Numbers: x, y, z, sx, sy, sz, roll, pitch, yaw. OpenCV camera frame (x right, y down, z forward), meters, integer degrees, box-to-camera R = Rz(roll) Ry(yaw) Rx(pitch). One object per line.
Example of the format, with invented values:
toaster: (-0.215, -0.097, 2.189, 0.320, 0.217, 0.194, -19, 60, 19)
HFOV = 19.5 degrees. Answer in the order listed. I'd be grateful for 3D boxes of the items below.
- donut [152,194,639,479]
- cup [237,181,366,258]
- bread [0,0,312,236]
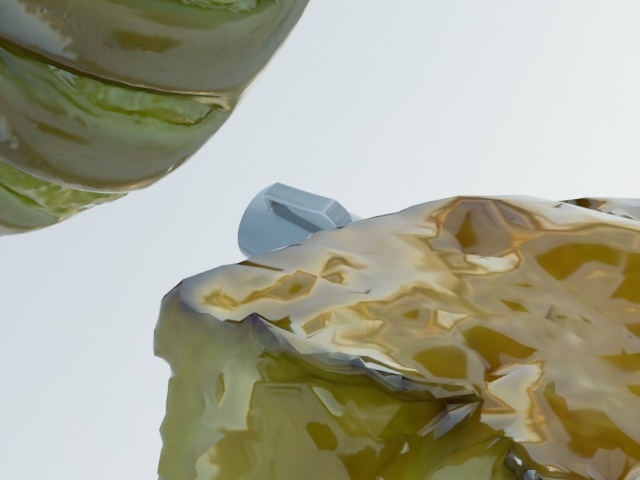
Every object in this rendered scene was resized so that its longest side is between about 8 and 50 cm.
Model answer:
donut: (0.156, 0.154, 0.278, 0.435, 0.378, 0.163, -98, 13, -62)
cup: (0.000, 0.000, 1.296, 0.074, 0.116, 0.104, -47, -34, -20)
bread: (-0.142, -0.152, 0.749, 0.160, 0.333, 0.333, 8, -95, -58)
